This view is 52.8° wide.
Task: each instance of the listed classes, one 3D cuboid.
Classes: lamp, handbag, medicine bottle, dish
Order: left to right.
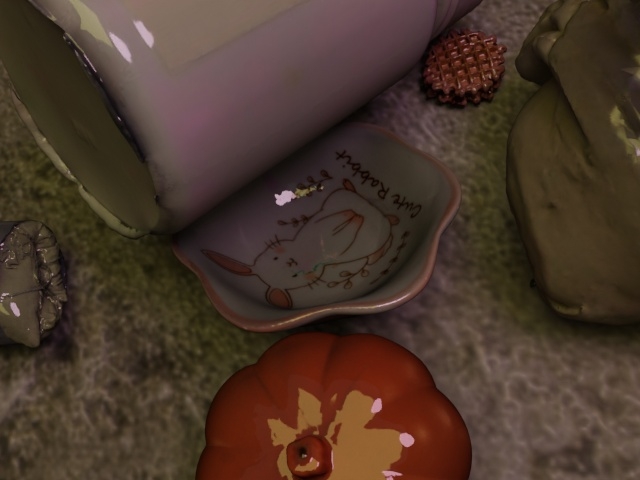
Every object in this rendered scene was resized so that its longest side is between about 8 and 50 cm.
[{"bbox_3d":[-0.310,0.041,0.588,0.173,0.095,0.117,-3,84,17],"label":"handbag"},{"bbox_3d":[-0.040,-0.184,0.507,0.379,0.213,0.213,-38,64,-26],"label":"medicine bottle"},{"bbox_3d":[0.000,0.000,0.524,0.230,0.081,0.229,-6,46,6],"label":"dish"},{"bbox_3d":[0.008,0.151,0.431,0.188,0.164,0.187,-5,67,13],"label":"lamp"}]

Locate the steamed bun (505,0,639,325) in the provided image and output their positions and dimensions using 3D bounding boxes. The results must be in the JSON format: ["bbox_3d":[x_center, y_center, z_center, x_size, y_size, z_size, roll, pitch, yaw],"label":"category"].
[{"bbox_3d":[0.274,-0.092,0.455,0.275,0.206,0.319,11,74,14],"label":"steamed bun"}]

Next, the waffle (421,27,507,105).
[{"bbox_3d":[0.136,-0.166,0.610,0.075,0.029,0.083,21,71,19],"label":"waffle"}]
